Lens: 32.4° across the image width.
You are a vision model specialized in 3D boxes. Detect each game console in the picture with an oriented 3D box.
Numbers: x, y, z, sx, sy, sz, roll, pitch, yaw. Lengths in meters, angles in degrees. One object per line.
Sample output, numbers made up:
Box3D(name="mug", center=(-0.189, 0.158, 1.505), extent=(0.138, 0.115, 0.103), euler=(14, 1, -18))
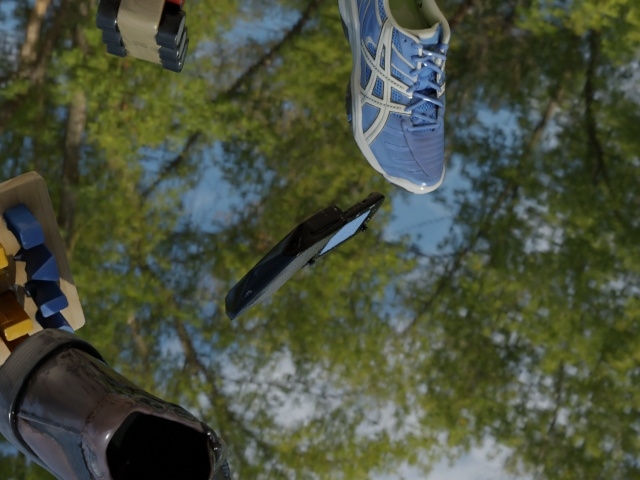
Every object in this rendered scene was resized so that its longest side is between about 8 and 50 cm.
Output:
Box3D(name="game console", center=(0.000, 0.000, 1.735), extent=(0.044, 0.213, 0.361), euler=(51, -141, 6))

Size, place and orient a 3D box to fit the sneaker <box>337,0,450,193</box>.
Box3D(name="sneaker", center=(0.067, -0.141, 0.918), extent=(0.080, 0.211, 0.081), euler=(-18, -170, -27))

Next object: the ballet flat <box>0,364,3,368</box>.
Box3D(name="ballet flat", center=(-0.385, 0.112, 1.089), extent=(0.188, 0.070, 0.070), euler=(10, -150, -10))

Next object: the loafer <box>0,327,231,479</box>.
Box3D(name="loafer", center=(-0.126, 0.164, 0.799), extent=(0.095, 0.302, 0.109), euler=(23, -108, 29))

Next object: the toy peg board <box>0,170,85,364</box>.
Box3D(name="toy peg board", center=(-0.269, 0.055, 0.884), extent=(0.160, 0.161, 0.079), euler=(-25, -139, -23))

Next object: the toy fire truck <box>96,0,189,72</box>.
Box3D(name="toy fire truck", center=(-0.215, -0.390, 1.627), extent=(0.158, 0.246, 0.217), euler=(15, 174, -3))
